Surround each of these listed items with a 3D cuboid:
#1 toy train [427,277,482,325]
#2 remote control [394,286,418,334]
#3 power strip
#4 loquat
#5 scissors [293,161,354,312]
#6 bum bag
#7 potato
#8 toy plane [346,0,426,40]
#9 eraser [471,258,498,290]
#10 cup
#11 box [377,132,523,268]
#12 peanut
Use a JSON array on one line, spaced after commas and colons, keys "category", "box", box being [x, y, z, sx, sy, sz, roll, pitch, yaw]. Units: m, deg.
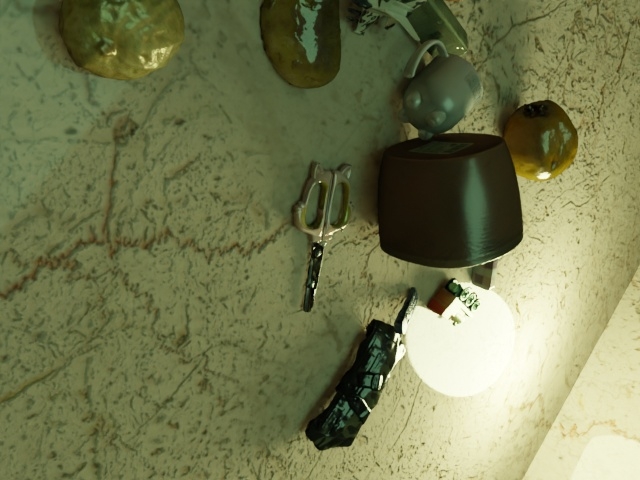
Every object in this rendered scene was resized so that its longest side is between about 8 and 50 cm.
[{"category": "toy train", "box": [0.377, 0.179, 1.472, 0.118, 0.074, 0.176, -51, 139, -2]}, {"category": "remote control", "box": [0.212, 0.175, 1.304, 0.152, 0.027, 0.044, -50, 125, -50]}, {"category": "power strip", "box": [0.207, -0.447, 1.044, 0.272, 0.078, 0.052, 28, 61, -45]}, {"category": "loquat", "box": [0.578, -0.266, 1.400, 0.187, 0.176, 0.234, -46, 122, -20]}, {"category": "scissors", "box": [0.000, 0.000, 1.074, 0.160, 0.024, 0.318, -4, 110, -42]}, {"category": "bum bag", "box": [0.095, 0.352, 1.260, 0.144, 0.095, 0.340, 39, 77, -29]}, {"category": "potato", "box": [-0.012, -0.354, 0.882, 0.164, 0.081, 0.200, -31, 127, -32]}, {"category": "toy plane", "box": [0.099, -0.418, 0.917, 0.234, 0.160, 0.082, 7, 65, -46]}, {"category": "eraser", "box": [0.472, 0.087, 1.522, 0.026, 0.065, 0.105, -18, 119, -36]}, {"category": "cup", "box": [0.240, -0.302, 1.087, 0.142, 0.134, 0.173, -45, 159, -18]}, {"category": "box", "box": [0.263, -0.095, 1.099, 0.301, 0.301, 0.216, -25, 118, -34]}, {"category": "peanut", "box": [-0.249, -0.273, 0.669, 0.159, 0.109, 0.141, -50, 133, -18]}]
